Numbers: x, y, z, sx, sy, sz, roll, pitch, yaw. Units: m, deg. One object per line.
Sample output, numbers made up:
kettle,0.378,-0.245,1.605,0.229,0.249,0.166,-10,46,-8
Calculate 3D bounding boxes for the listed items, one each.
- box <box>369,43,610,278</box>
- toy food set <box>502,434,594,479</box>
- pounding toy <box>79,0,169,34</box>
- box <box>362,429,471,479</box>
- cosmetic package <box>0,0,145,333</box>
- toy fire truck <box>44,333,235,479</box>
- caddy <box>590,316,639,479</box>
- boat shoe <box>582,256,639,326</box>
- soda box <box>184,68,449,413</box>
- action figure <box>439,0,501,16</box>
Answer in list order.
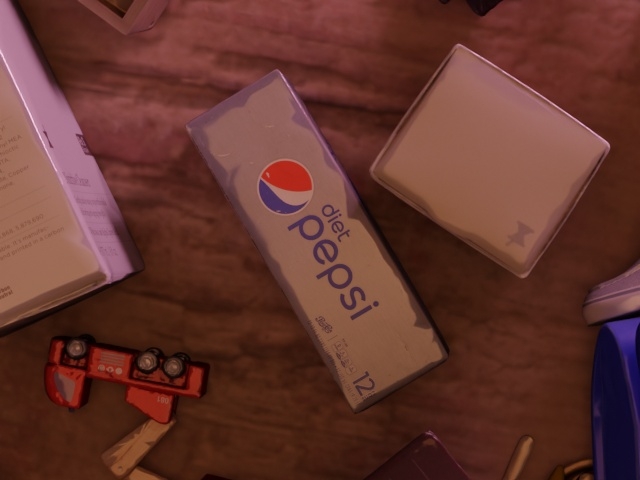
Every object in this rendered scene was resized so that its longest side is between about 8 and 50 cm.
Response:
box,0.136,-0.062,1.595,0.148,0.232,0.127,34,92,2
toy food set,0.241,0.253,1.685,0.192,0.038,0.132,20,91,3
pounding toy,-0.174,-0.274,1.691,0.141,0.100,0.130,37,106,5
box,0.055,0.290,1.603,0.203,0.167,0.168,-37,81,-12
cosmetic package,-0.305,-0.113,1.630,0.156,0.217,0.385,-24,91,3
toy fire truck,-0.152,0.162,1.702,0.192,0.047,0.135,10,92,4
caddy,0.333,0.197,1.572,0.179,0.241,0.341,-1,87,-7
boat shoe,0.319,0.003,1.669,0.227,0.079,0.081,-23,81,-3
soda box,0.000,0.000,1.672,0.098,0.091,0.286,-31,88,4
action figure,0.225,-0.269,1.601,0.285,0.185,0.099,-18,96,25
